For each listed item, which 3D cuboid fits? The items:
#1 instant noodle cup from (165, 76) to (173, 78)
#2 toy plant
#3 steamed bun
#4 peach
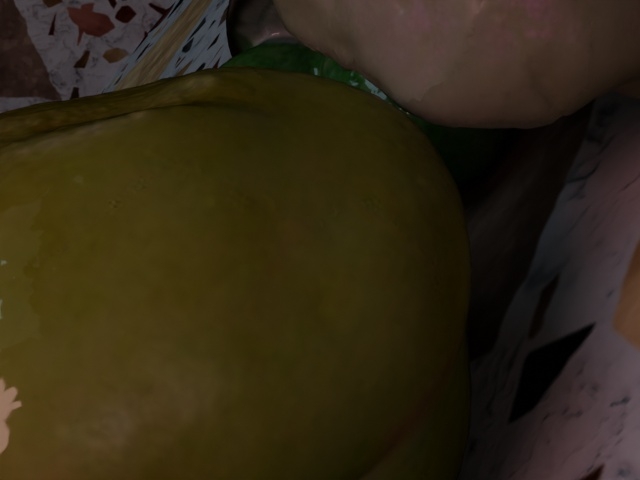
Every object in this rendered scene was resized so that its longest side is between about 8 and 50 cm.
[{"bbox_3d":[-0.115,-0.027,0.935,0.205,0.153,0.205,-46,21,23],"label":"instant noodle cup"},{"bbox_3d":[0.026,-0.123,0.758,0.218,0.175,0.235,-8,50,27],"label":"toy plant"},{"bbox_3d":[0.105,-0.207,0.574,0.320,0.275,0.206,-91,3,-57],"label":"steamed bun"},{"bbox_3d":[-0.078,0.069,0.518,0.314,0.282,0.315,-21,25,-9],"label":"peach"}]
